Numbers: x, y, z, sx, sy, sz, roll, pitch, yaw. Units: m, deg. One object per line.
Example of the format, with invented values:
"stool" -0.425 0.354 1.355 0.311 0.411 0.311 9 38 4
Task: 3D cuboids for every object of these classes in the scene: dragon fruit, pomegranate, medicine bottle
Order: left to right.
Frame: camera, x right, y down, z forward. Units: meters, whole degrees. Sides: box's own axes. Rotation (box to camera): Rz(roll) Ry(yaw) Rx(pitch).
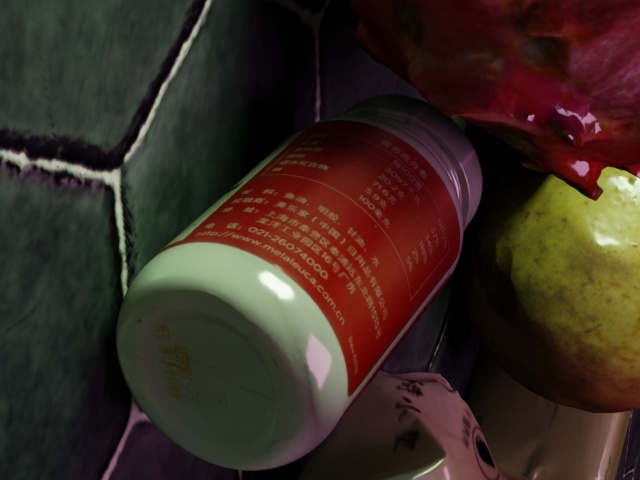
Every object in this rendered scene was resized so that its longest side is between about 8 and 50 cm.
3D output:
"medicine bottle" -0.002 0.013 0.805 0.250 0.131 0.131 -47 143 -50
"dragon fruit" 0.137 -0.177 0.851 0.249 0.371 0.386 -43 166 25
"pomegranate" 0.271 0.022 1.349 0.281 0.281 0.281 12 90 -69

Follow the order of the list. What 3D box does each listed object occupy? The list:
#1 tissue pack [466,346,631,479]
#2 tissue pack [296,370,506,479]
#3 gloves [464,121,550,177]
"tissue pack" 0.249 0.166 1.510 0.125 0.159 0.234 63 44 -60
"tissue pack" 0.045 0.335 0.957 0.375 0.195 0.390 -54 127 -38
"gloves" 0.193 -0.160 1.277 0.164 0.124 0.203 96 20 -73
